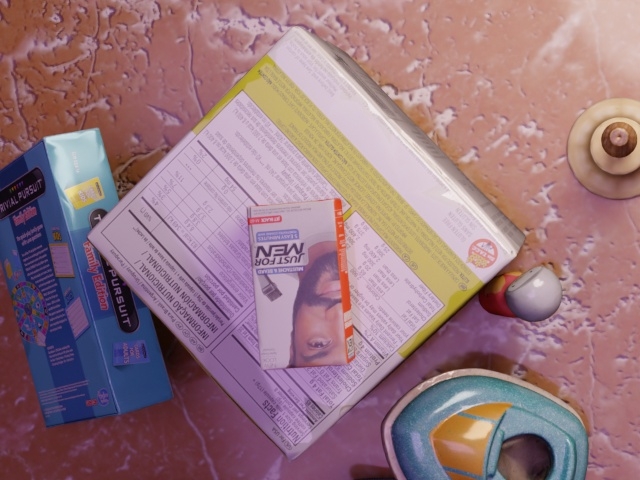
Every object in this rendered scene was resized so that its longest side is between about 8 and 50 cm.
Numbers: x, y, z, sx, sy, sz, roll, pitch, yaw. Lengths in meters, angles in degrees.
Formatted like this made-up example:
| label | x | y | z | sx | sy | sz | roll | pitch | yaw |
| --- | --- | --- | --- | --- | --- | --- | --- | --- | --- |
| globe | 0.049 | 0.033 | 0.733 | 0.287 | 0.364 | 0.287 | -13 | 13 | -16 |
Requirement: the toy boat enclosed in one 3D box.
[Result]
| label | x | y | z | sx | sy | sz | roll | pitch | yaw |
| --- | --- | --- | --- | --- | --- | --- | --- | --- | --- |
| toy boat | 0.212 | 0.187 | 1.612 | 0.267 | 0.148 | 0.318 | 12 | 83 | -16 |

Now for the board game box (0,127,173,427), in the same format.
| label | x | y | z | sx | sy | sz | roll | pitch | yaw |
| --- | --- | --- | --- | --- | --- | --- | --- | --- | --- |
| board game box | -0.310 | 0.055 | 1.701 | 0.079 | 0.253 | 0.336 | -14 | 88 | -33 |

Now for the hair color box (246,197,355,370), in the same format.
| label | x | y | z | sx | sy | sz | roll | pitch | yaw |
| --- | --- | --- | --- | --- | --- | --- | --- | --- | --- |
| hair color box | -0.019 | 0.044 | 1.387 | 0.093 | 0.053 | 0.167 | -5 | 92 | 11 |

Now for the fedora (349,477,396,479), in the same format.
| label | x | y | z | sx | sy | sz | roll | pitch | yaw |
| --- | --- | --- | --- | --- | --- | --- | --- | --- | --- |
| fedora | 0.115 | 0.408 | 1.648 | 0.275 | 0.244 | 0.124 | 5 | 122 | -4 |

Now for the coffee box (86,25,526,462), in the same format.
| label | x | y | z | sx | sy | sz | roll | pitch | yaw |
| --- | --- | --- | --- | --- | --- | --- | --- | --- | --- |
| coffee box | 0.000 | 0.000 | 1.581 | 0.334 | 0.337 | 0.338 | -45 | 84 | 9 |

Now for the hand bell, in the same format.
| label | x | y | z | sx | sy | sz | roll | pitch | yaw |
| --- | --- | --- | --- | --- | --- | --- | --- | --- | --- |
| hand bell | 0.343 | -0.111 | 1.555 | 0.126 | 0.242 | 0.126 | 0 | 91 | 11 |
